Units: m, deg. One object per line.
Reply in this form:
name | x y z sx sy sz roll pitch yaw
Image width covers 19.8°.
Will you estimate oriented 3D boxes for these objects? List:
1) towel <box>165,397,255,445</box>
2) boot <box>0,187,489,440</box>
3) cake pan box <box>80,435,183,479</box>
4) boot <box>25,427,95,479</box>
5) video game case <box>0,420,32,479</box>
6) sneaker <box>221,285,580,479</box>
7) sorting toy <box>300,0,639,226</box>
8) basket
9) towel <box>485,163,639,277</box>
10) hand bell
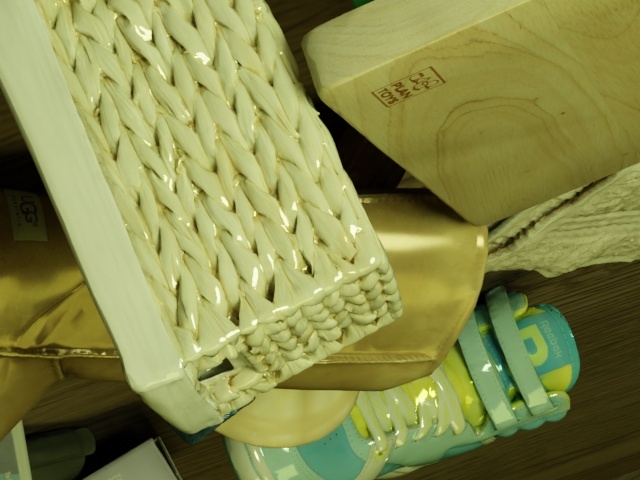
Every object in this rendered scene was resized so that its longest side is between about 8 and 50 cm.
towel | -0.095 0.060 1.011 0.029 0.119 0.067 -45 -176 -39
boot | -0.077 0.060 0.920 0.270 0.089 0.236 2 143 -23
cake pan box | -0.215 0.249 1.452 0.246 0.070 0.267 -32 173 -9
boot | -0.268 0.201 1.364 0.198 0.076 0.137 -30 166 37
video game case | -0.279 0.156 1.176 0.183 0.023 0.201 -15 145 -14
sneaker | 0.072 0.106 1.346 0.208 0.127 0.319 -24 173 25
sorting toy | 0.137 -0.116 0.739 0.255 0.089 0.257 -23 163 12
basket | -0.047 -0.026 0.698 0.103 0.167 0.113 -26 164 0
towel | 0.229 -0.037 1.183 0.282 0.049 0.187 -8 161 -35
hand bell | 0.000 0.000 0.997 0.126 0.126 0.242 -11 149 -28
